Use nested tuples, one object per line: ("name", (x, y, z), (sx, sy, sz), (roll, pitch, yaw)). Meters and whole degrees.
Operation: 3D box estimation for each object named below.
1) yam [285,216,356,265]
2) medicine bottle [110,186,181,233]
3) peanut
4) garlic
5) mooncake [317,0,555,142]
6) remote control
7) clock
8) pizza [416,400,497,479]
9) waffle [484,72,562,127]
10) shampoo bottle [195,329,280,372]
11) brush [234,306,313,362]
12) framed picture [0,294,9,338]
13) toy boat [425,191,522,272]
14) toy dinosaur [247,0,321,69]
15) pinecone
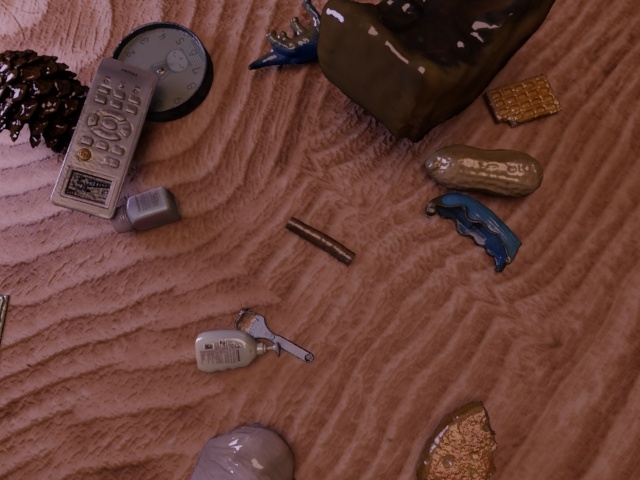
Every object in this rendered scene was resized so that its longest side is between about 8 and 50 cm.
("yam", (0.000, 0.000, 0.953), (0.145, 0.032, 0.032), (30, 81, 7))
("medicine bottle", (-0.339, -0.055, 0.956), (0.117, 0.074, 0.055), (-19, 79, 0))
("peanut", (0.305, -0.134, 0.935), (0.214, 0.090, 0.099), (9, 41, 7))
("garlic", (-0.144, 0.425, 0.815), (0.177, 0.143, 0.230), (25, 89, 6))
("mooncake", (0.212, -0.367, 0.837), (0.246, 0.393, 0.394), (45, 117, 10))
("remote control", (-0.407, -0.197, 0.950), (0.109, 0.055, 0.314), (17, 76, -17))
("clock", (-0.334, -0.355, 1.037), (0.214, 0.042, 0.215), (0, 78, 2))
("pizza", (0.229, 0.394, 0.843), (0.127, 0.058, 0.247), (6, 82, 11))
("waffle", (0.407, -0.278, 0.999), (0.134, 0.021, 0.092), (-19, 78, -2))
("shampoo bottle", (-0.147, 0.198, 0.902), (0.151, 0.045, 0.077), (-6, 94, 6))
("brush", (-0.086, 0.183, 0.926), (0.164, 0.014, 0.051), (27, 82, 7))
("framed picture", (-0.722, 0.232, 0.941), (0.216, 0.016, 0.274), (2, 78, 3))
("toy boat", (0.281, -0.019, 0.921), (0.077, 0.075, 0.185), (-39, 76, -14))
("toy dinosaur", (-0.015, -0.378, 1.019), (0.247, 0.075, 0.188), (-44, 87, -13))
("pinecone", (-0.536, -0.269, 0.963), (0.179, 0.204, 0.185), (1, 76, 48))
